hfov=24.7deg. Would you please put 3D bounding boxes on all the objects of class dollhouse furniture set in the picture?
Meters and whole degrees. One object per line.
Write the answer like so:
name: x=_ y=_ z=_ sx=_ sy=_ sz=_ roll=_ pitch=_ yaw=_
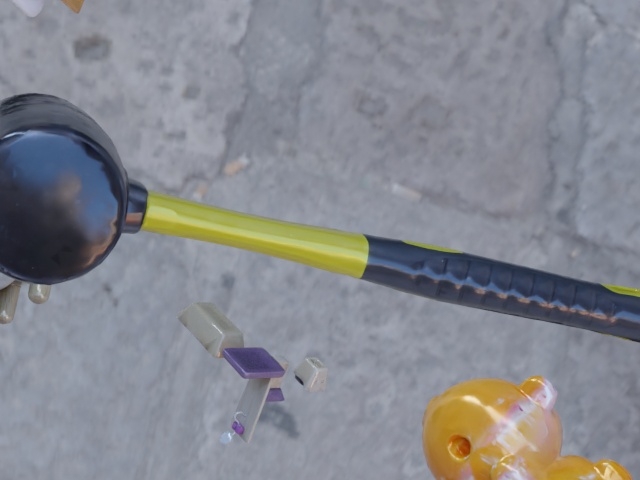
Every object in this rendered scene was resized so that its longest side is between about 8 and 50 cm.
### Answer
dollhouse furniture set: x=-0.068 y=0.109 z=1.193 sx=0.091 sy=0.081 sz=0.114 roll=2 pitch=29 yaw=-41

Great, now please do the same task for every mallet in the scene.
mallet: x=0.000 y=0.000 z=0.371 sx=0.190 sy=0.039 sz=0.062 roll=11 pitch=10 yaw=-24

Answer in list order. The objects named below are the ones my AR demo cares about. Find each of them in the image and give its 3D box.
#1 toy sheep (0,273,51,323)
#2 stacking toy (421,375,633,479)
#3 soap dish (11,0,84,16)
toy sheep: x=-0.162 y=-0.016 z=0.682 sx=0.132 sy=0.091 sz=0.091 roll=29 pitch=47 yaw=-33
stacking toy: x=0.159 y=0.149 z=0.522 sx=0.302 sy=0.175 sz=0.166 roll=36 pitch=23 yaw=18
soap dish: x=-0.327 y=-0.350 z=1.313 sx=0.118 sy=0.229 sz=0.291 roll=-44 pitch=52 yaw=0
